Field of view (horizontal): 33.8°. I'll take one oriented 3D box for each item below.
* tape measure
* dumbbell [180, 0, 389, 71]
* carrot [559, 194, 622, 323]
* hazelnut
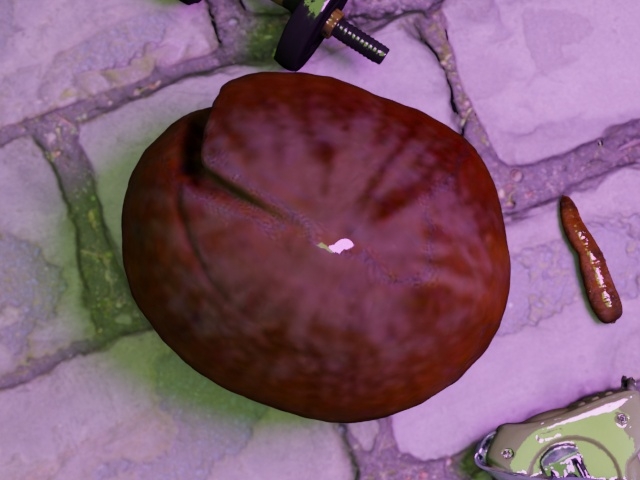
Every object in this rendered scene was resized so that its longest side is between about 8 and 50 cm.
[{"bbox_3d":[0.280,0.263,1.185,0.200,0.106,0.175,-16,82,-3],"label":"tape measure"},{"bbox_3d":[-0.064,-0.296,1.203,0.325,0.143,0.143,33,83,0],"label":"dumbbell"},{"bbox_3d":[0.319,0.021,1.251,0.036,0.035,0.165,-18,83,-5],"label":"carrot"},{"bbox_3d":[0.000,0.000,1.093,0.409,0.359,0.359,20,83,-10],"label":"hazelnut"}]
